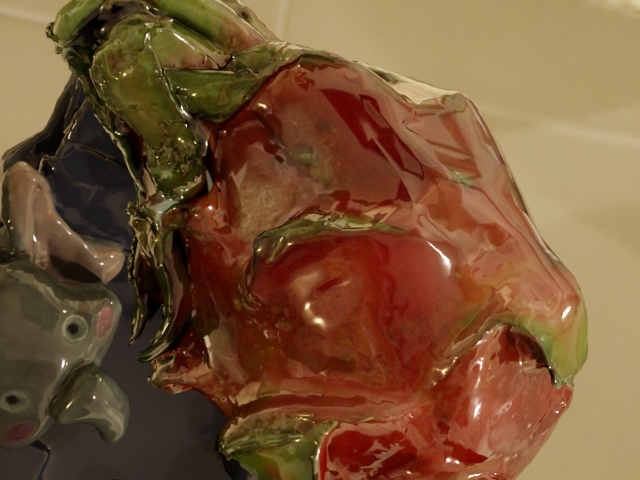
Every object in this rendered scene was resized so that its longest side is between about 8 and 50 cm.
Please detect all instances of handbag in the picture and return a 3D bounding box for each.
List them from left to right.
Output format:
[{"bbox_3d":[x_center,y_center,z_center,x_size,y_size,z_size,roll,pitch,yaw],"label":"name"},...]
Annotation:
[{"bbox_3d":[-0.118,0.070,0.768,0.269,0.118,0.326,25,94,-29],"label":"handbag"}]

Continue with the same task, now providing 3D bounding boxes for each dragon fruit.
[{"bbox_3d":[-0.012,0.015,0.565,0.269,0.198,0.200,27,63,-18],"label":"dragon fruit"}]
